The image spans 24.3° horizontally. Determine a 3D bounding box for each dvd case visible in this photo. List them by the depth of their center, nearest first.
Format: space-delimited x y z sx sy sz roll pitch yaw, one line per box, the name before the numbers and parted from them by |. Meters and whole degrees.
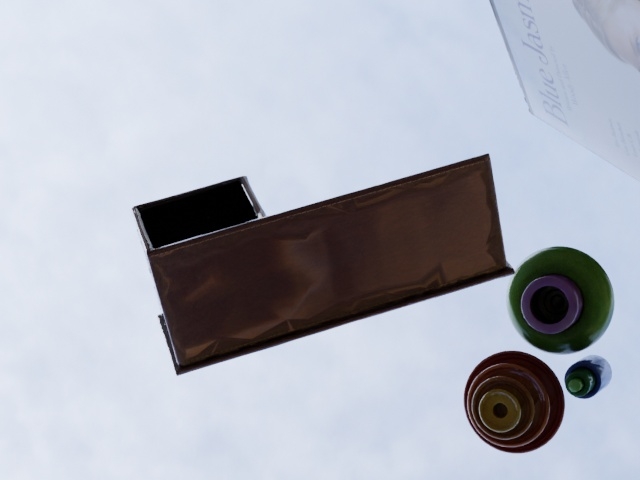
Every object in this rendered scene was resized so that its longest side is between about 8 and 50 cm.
dvd case | 0.182 -0.095 0.865 0.022 0.180 0.253 -37 -139 -10

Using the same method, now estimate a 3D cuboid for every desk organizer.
desk organizer | 0.000 0.000 0.549 0.130 0.050 0.047 -16 -153 -7

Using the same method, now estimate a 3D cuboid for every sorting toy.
sorting toy | 0.101 0.054 0.683 0.061 0.042 0.102 23 -79 19
